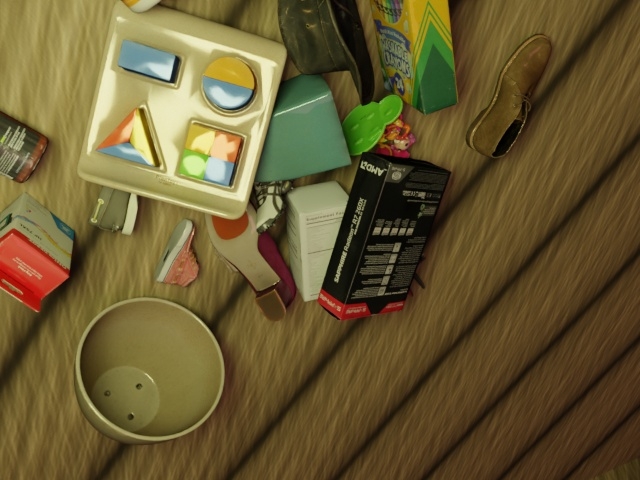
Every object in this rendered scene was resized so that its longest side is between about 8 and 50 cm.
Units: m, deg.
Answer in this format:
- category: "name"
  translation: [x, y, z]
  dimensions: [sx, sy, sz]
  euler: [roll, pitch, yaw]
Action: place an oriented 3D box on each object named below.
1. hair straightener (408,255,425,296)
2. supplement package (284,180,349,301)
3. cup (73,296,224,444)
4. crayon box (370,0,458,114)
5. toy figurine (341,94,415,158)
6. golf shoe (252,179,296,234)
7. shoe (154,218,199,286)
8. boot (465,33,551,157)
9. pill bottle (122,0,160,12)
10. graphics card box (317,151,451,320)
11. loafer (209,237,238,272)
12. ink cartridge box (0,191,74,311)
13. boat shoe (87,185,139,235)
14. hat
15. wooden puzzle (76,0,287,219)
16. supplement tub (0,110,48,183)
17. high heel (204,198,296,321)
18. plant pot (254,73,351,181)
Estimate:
- category: "hair straightener"
  translation: [0.238, 0.051, 1.535]
  dimensions: [0.089, 0.047, 0.230]
  euler: [-32, 121, -1]
- category: "supplement package"
  translation: [0.000, 0.000, 1.350]
  dimensions: [0.138, 0.134, 0.244]
  euler: [-11, 123, -15]
- category: "cup"
  translation: [-0.422, 0.334, 1.311]
  dimensions: [0.330, 0.331, 0.237]
  euler: [16, 139, -28]
- category: "crayon box"
  translation: [0.175, -0.437, 1.115]
  dimensions: [0.083, 0.203, 0.323]
  euler: [-20, 124, -8]
- category: "toy figurine"
  translation: [0.156, -0.234, 1.284]
  dimensions: [0.173, 0.130, 0.159]
  euler: [-33, 142, 28]
- category: "golf shoe"
  translation: [-0.121, -0.098, 1.231]
  dimensions: [0.093, 0.198, 0.077]
  euler: [36, 133, -21]
- category: "shoe"
  translation: [-0.313, 0.032, 1.298]
  dimensions: [0.081, 0.063, 0.178]
  euler: [19, 117, -30]
- category: "boot"
  translation: [0.474, -0.337, 1.344]
  dimensions: [0.112, 0.115, 0.305]
  euler: [17, 111, -26]
- category: "pill bottle"
  translation: [-0.342, -0.522, 0.892]
  dimensions: [0.162, 0.162, 0.278]
  euler: [-41, 125, 6]
- category: "graphics card box"
  translation: [0.146, -0.007, 1.288]
  dimensions: [0.232, 0.094, 0.371]
  euler: [-1, 116, -43]
- category: "loafer"
  translation: [-0.231, 0.037, 1.342]
  dimensions: [0.039, 0.045, 0.125]
  euler: [-24, 130, 16]
- category: "ink cartridge box"
  translation: [-0.561, 0.019, 1.089]
  dimensions: [0.078, 0.231, 0.134]
  euler: [-38, 125, 4]
- category: "boat shoe"
  translation: [-0.396, -0.156, 1.122]
  dimensions: [0.091, 0.109, 0.305]
  euler: [11, 112, -20]
- category: "hat"
  translation: [-0.003, -0.401, 1.038]
  dimensions: [0.133, 0.331, 0.331]
  euler: [-13, 126, 14]
- category: "wooden puzzle"
  translation: [-0.254, -0.241, 1.023]
  dimensions: [0.321, 0.080, 0.348]
  euler: [15, 93, -6]
- category: "supplement tub"
  translation: [-0.612, -0.194, 1.020]
  dimensions: [0.197, 0.106, 0.106]
  euler: [32, 104, -32]
- category: "high heel"
  translation: [-0.168, 0.004, 1.342]
  dimensions: [0.127, 0.181, 0.378]
  euler: [-17, 106, 7]
- category: "plant pot"
  translation: [-0.080, -0.223, 1.174]
  dimensions: [0.234, 0.166, 0.166]
  euler: [-20, 125, 0]
